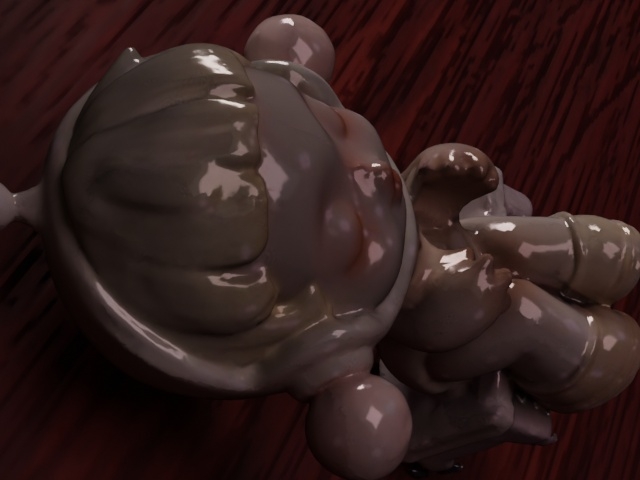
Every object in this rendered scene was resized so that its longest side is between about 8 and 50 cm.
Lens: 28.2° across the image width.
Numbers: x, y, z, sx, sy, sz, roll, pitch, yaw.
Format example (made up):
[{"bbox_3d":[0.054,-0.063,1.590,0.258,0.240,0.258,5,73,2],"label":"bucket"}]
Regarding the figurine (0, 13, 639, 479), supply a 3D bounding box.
[{"bbox_3d":[-0.006,-0.002,0.493,0.257,0.144,0.181,24,72,-35],"label":"figurine"}]
